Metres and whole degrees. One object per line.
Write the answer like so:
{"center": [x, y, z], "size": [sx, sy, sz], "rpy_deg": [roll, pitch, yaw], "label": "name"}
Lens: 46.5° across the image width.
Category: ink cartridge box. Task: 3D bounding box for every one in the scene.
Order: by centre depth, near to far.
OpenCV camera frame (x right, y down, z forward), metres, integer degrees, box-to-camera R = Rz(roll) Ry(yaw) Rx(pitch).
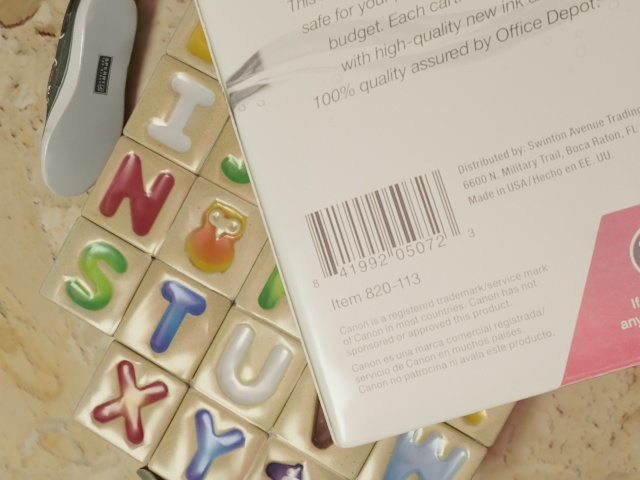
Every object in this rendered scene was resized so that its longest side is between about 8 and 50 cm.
{"center": [0.069, -0.072, 0.367], "size": [0.207, 0.117, 0.283], "rpy_deg": [-18, 85, 9], "label": "ink cartridge box"}

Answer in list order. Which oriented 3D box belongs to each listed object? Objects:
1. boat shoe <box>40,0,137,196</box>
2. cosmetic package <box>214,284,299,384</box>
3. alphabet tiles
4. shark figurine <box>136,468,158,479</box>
{"center": [-0.155, -0.099, 0.490], "size": [0.040, 0.049, 0.142], "rpy_deg": [32, 108, 44], "label": "boat shoe"}
{"center": [-0.067, 0.083, 0.486], "size": [0.115, 0.041, 0.060], "rpy_deg": [-39, 84, 16], "label": "cosmetic package"}
{"center": [0.000, 0.000, 0.441], "size": [0.285, 0.011, 0.342], "rpy_deg": [29, 92, 10], "label": "alphabet tiles"}
{"center": [-0.134, 0.224, 0.510], "size": [0.278, 0.166, 0.116], "rpy_deg": [-42, 59, 33], "label": "shark figurine"}
